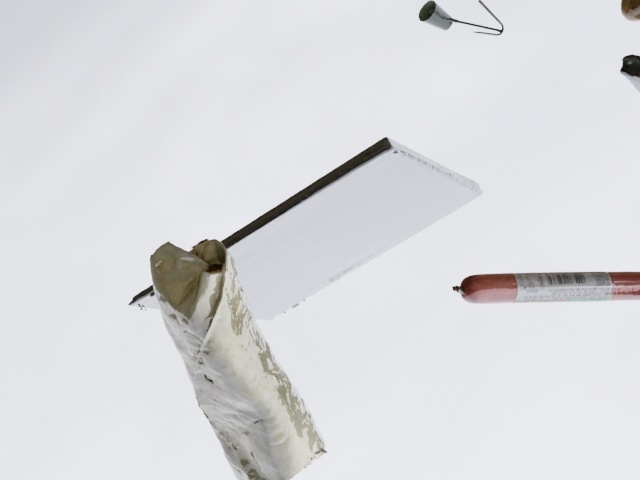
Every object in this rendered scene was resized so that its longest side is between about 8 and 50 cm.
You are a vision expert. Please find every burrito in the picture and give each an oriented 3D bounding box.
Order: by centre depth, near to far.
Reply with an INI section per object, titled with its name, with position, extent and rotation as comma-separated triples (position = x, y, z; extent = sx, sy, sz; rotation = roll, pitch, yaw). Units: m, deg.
[burrito]
position = -0.059, 0.095, 1.232
extent = 0.087, 0.226, 0.060
rotation = 2, -140, 33

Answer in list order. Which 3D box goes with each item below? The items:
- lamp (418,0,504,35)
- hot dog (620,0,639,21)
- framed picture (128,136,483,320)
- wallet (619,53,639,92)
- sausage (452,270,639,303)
[lamp]
position = 0.186, -0.290, 2.307
extent = 0.121, 0.054, 0.041
rotation = 15, -100, 55
[hot dog]
position = 0.339, -0.242, 1.586
extent = 0.140, 0.090, 0.060
rotation = -48, -172, 7
[framed picture]
position = 0.000, 0.000, 1.552
extent = 0.255, 0.014, 0.339
rotation = -32, 167, 13
[wallet]
position = 0.405, -0.099, 1.654
extent = 0.146, 0.285, 0.030
rotation = 14, -100, 40
[sausage]
position = 0.226, 0.044, 1.637
extent = 0.223, 0.029, 0.029
rotation = 0, -169, -20
